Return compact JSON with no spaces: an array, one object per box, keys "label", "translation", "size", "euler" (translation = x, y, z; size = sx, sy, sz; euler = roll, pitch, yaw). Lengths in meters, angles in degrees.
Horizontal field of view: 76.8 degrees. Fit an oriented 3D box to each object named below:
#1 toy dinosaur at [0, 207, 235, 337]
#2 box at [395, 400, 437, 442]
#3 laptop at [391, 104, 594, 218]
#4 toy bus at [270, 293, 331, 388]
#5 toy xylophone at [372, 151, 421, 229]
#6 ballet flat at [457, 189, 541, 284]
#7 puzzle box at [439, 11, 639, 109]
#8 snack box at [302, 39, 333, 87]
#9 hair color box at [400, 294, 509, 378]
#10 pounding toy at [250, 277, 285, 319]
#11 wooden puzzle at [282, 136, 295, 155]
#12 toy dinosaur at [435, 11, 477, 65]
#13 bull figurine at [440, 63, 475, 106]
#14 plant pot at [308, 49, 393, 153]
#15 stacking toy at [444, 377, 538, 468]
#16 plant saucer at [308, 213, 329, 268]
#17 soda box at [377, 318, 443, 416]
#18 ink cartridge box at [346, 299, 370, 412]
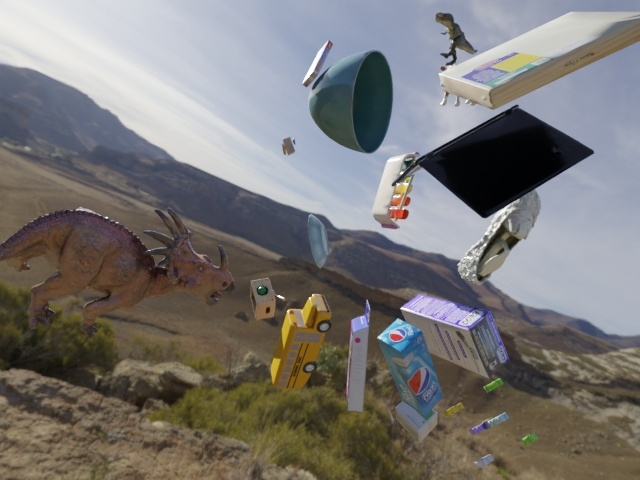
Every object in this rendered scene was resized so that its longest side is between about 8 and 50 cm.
[{"label":"toy dinosaur","translation":[-0.279,0.019,0.540],"size":[0.295,0.200,0.127],"euler":[32,23,-48]},{"label":"box","translation":[0.298,0.548,1.261],"size":[0.101,0.087,0.102],"euler":[38,-25,39]},{"label":"laptop","translation":[0.486,-0.217,1.241],"size":[0.237,0.381,0.408],"euler":[61,-10,3]},{"label":"toy bus","translation":[-0.067,0.340,1.358],"size":[0.130,0.333,0.108],"euler":[8,26,-18]},{"label":"toy xylophone","translation":[0.305,-0.198,1.571],"size":[0.081,0.323,0.236],"euler":[18,6,-23]},{"label":"ballet flat","translation":[0.668,0.001,1.460],"size":[0.146,0.409,0.147],"euler":[31,16,-10]},{"label":"puzzle box","translation":[0.547,-0.469,1.029],"size":[0.272,0.408,0.052],"euler":[-110,175,-58]},{"label":"snack box","translation":[-0.007,-0.553,1.262],"size":[0.022,0.179,0.064],"euler":[33,-36,-20]},{"label":"hair color box","translation":[0.437,0.307,1.360],"size":[0.185,0.110,0.338],"euler":[64,-20,-14]},{"label":"pounding toy","translation":[-0.202,0.218,1.530],"size":[0.100,0.141,0.130],"euler":[-8,50,-19]},{"label":"wooden puzzle","translation":[-0.139,-0.411,1.761],"size":[0.014,0.079,0.116],"euler":[-7,13,29]},{"label":"toy dinosaur","translation":[0.485,-0.700,1.454],"size":[0.268,0.118,0.064],"euler":[18,15,-43]},{"label":"bull figurine","translation":[0.616,-0.690,1.772],"size":[0.101,0.189,0.310],"euler":[1,15,-15]},{"label":"plant pot","translation":[0.079,-0.424,1.246],"size":[0.195,0.291,0.290],"euler":[14,-4,29]},{"label":"stacking toy","translation":[0.465,0.509,1.121],"size":[0.052,0.221,0.167],"euler":[-1,50,-38]},{"label":"plant saucer","translation":[0.000,0.000,1.427],"size":[0.037,0.195,0.195],"euler":[-11,-6,11]},{"label":"soda box","translation":[0.194,0.273,0.863],"size":[0.071,0.067,0.210],"euler":[21,-38,53]},{"label":"ink cartridge box","translation":[0.140,0.418,1.501],"size":[0.068,0.372,0.176],"euler":[6,4,3]}]
